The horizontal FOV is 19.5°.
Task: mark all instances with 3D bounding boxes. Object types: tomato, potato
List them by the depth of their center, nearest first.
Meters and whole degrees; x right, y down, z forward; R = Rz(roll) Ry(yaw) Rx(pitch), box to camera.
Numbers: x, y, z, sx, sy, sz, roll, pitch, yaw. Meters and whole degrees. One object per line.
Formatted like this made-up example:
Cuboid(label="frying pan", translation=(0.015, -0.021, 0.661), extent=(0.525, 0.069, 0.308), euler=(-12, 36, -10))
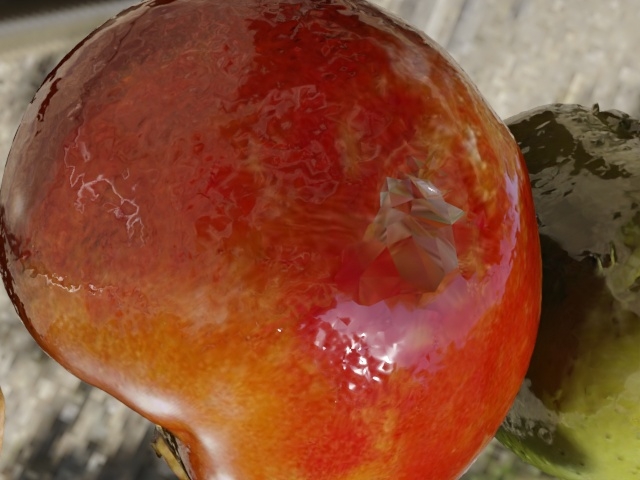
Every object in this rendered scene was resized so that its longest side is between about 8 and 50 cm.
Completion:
Cuboid(label="tomato", translation=(0.000, 0.000, 0.722), extent=(0.200, 0.233, 0.139), euler=(-54, -164, -22))
Cuboid(label="potato", translation=(0.127, 0.023, 0.865), extent=(0.169, 0.143, 0.248), euler=(-60, -149, 12))

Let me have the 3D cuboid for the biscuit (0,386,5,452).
Cuboid(label="biscuit", translation=(-0.267, 0.076, 0.950), extent=(0.049, 0.324, 0.205), euler=(11, 107, -51))
